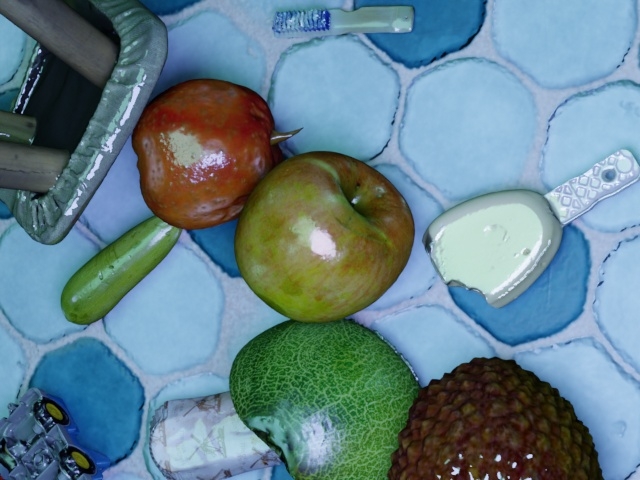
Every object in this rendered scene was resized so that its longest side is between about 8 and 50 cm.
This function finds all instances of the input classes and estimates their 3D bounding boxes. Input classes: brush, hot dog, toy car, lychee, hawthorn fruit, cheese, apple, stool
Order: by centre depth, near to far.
[{"bbox_3d":[0.185,0.254,1.535,0.236,0.236,0.271,-7,58,20],"label":"lychee"},{"bbox_3d":[0.243,-0.020,1.620,0.255,0.050,0.127,-31,76,16],"label":"cheese"},{"bbox_3d":[0.000,0.000,1.638,0.196,0.196,0.196,-2,85,21],"label":"apple"},{"bbox_3d":[-0.117,-0.104,1.706,0.200,0.179,0.179,-7,83,4],"label":"hawthorn fruit"},{"bbox_3d":[-0.367,-0.191,1.717,0.310,0.226,0.310,-61,34,6],"label":"stool"},{"bbox_3d":[-0.118,0.233,1.735,0.191,0.059,0.108,-14,83,17],"label":"hot dog"},{"bbox_3d":[0.024,-0.265,1.736,0.178,0.030,0.033,0,76,21],"label":"brush"},{"bbox_3d":[-0.326,0.276,1.797,0.097,0.100,0.191,-46,52,12],"label":"toy car"}]

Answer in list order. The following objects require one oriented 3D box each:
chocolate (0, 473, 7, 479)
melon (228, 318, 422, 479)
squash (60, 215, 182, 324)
[{"bbox_3d":[-0.442,0.341,1.840,0.086,0.028,0.182,45,122,21],"label":"chocolate"},{"bbox_3d":[0.012,0.178,1.619,0.265,0.169,0.129,45,116,16],"label":"melon"},{"bbox_3d":[-0.246,0.031,1.795,0.201,0.066,0.066,-41,73,14],"label":"squash"}]
